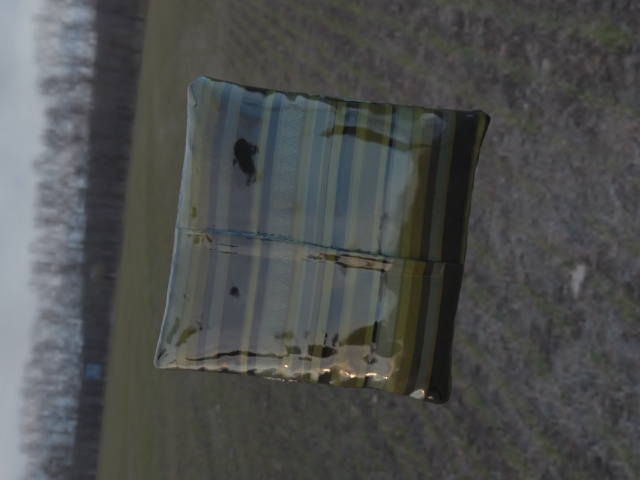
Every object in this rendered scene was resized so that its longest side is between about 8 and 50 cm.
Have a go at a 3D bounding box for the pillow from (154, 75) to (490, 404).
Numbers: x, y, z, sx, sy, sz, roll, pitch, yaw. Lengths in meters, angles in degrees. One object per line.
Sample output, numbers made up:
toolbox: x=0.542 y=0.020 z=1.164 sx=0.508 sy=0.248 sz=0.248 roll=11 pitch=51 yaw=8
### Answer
pillow: x=0.000 y=0.000 z=0.791 sx=0.052 sy=0.212 sz=0.208 roll=-4 pitch=-79 yaw=-87
